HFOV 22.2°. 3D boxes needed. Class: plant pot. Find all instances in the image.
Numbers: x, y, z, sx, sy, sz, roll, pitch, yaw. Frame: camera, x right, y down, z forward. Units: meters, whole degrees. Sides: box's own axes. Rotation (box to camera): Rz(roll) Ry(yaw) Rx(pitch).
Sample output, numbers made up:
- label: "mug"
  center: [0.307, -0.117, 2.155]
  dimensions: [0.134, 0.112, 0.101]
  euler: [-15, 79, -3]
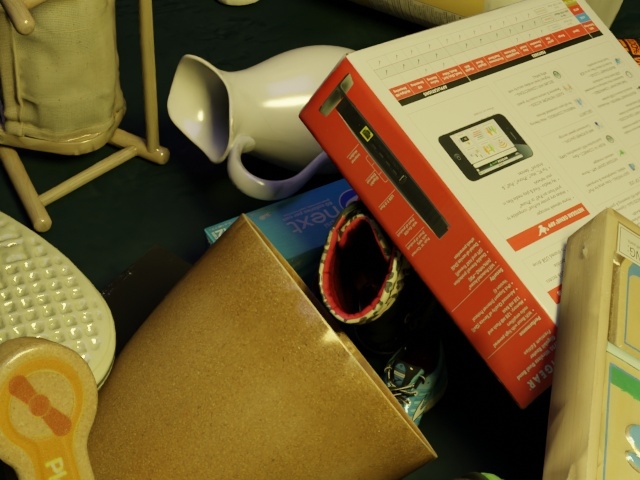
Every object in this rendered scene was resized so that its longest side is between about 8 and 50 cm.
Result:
- label: "plant pot"
  center: [-0.081, 0.149, 1.242]
  dimensions: [0.254, 0.237, 0.237]
  euler: [-39, 52, 1]

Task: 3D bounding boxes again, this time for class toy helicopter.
- label: "toy helicopter"
  center: [-0.147, 0.227, 1.085]
  dimensions: [0.235, 0.355, 0.140]
  euler: [-19, 20, -29]

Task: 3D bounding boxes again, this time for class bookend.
- label: "bookend"
  center: [-0.131, 0.103, 1.391]
  dimensions: [0.157, 0.072, 0.156]
  euler: [29, 51, 23]

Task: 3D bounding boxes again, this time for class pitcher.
- label: "pitcher"
  center: [-0.019, -0.106, 1.557]
  dimensions: [0.207, 0.125, 0.178]
  euler: [-4, 50, -32]

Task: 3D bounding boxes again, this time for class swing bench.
- label: "swing bench"
  center: [-0.288, -0.195, 1.560]
  dimensions: [0.165, 0.253, 0.254]
  euler: [-32, 55, -31]

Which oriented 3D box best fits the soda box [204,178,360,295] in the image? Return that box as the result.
- label: "soda box"
  center: [0.000, 0.000, 1.505]
  dimensions: [0.210, 0.067, 0.071]
  euler: [-21, 49, -22]

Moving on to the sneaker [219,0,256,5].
- label: "sneaker"
  center: [-0.092, -0.400, 1.851]
  dimensions: [0.094, 0.151, 0.256]
  euler: [-3, 43, -3]

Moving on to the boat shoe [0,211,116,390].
- label: "boat shoe"
  center: [-0.374, 0.062, 1.303]
  dimensions: [0.500, 0.156, 0.187]
  euler: [10, 44, 24]

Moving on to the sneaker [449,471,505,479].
- label: "sneaker"
  center: [0.045, 0.339, 1.081]
  dimensions: [0.202, 0.185, 0.483]
  euler: [14, 44, 6]

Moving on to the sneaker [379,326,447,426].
- label: "sneaker"
  center: [0.060, 0.133, 1.368]
  dimensions: [0.063, 0.073, 0.162]
  euler: [18, 47, 15]

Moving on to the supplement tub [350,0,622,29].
- label: "supplement tub"
  center: [0.159, -0.338, 1.734]
  dimensions: [0.331, 0.241, 0.241]
  euler: [21, 47, 19]

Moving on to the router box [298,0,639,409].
- label: "router box"
  center: [0.191, -0.052, 1.366]
  dimensions: [0.335, 0.082, 0.301]
  euler: [-22, 70, -45]

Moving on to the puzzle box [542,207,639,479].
- label: "puzzle box"
  center: [0.342, 0.178, 1.199]
  dimensions: [0.409, 0.052, 0.272]
  euler: [30, 45, -18]

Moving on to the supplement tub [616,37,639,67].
- label: "supplement tub"
  center: [0.295, -0.144, 1.631]
  dimensions: [0.190, 0.117, 0.117]
  euler: [-4, 45, -6]

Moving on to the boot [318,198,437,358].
- label: "boot"
  center: [0.072, -0.021, 1.385]
  dimensions: [0.085, 0.178, 0.236]
  euler: [16, 84, 16]
